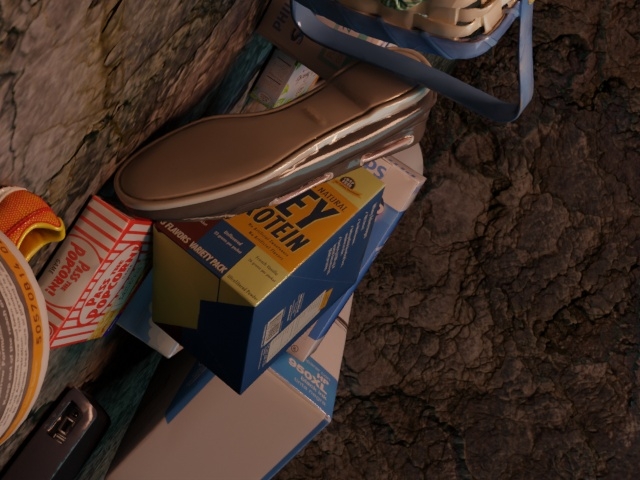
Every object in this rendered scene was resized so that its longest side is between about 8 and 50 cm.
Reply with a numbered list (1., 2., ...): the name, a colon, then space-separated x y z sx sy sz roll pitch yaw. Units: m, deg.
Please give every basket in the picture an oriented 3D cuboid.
1. basket: 0.072 -0.245 1.032 0.201 0.255 0.289 -55 155 -25

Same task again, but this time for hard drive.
1. hard drive: -0.359 0.305 1.497 0.254 0.054 0.172 -54 174 -12

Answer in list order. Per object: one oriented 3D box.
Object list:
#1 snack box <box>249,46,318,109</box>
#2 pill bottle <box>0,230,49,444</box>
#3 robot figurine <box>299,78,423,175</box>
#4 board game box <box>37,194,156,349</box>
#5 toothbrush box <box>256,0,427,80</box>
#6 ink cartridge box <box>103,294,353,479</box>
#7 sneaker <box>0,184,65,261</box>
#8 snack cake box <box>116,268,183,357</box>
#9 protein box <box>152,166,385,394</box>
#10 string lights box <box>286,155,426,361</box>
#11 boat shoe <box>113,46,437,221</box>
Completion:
1. snack box: -0.023 -0.214 1.400 0.100 0.037 0.141 -57 174 26
2. pill bottle: -0.250 0.063 0.552 0.162 0.162 0.278 -56 174 9
3. robot figurine: 0.024 -0.083 1.686 0.353 0.200 0.300 -43 126 -63
4. board game box: -0.217 0.030 1.173 0.147 0.045 0.193 -56 174 4
5. toothbrush box: 0.080 -0.308 1.290 0.216 0.126 0.295 -58 172 29
6. ink cartridge box: -0.111 0.184 1.665 0.285 0.166 0.395 -46 -168 22
7. sneaker: -0.252 0.037 0.853 0.175 0.067 0.064 -52 175 -16
8. snack cake box: -0.132 0.002 1.471 0.264 0.089 0.152 -58 174 18
9. protein box: -0.059 0.016 1.254 0.201 0.136 0.200 -43 162 -29
10. string lights box: 0.000 0.000 1.432 0.259 0.133 0.077 -57 172 12
11. boat shoe: -0.032 -0.080 1.151 0.335 0.112 0.095 -25 140 -16
